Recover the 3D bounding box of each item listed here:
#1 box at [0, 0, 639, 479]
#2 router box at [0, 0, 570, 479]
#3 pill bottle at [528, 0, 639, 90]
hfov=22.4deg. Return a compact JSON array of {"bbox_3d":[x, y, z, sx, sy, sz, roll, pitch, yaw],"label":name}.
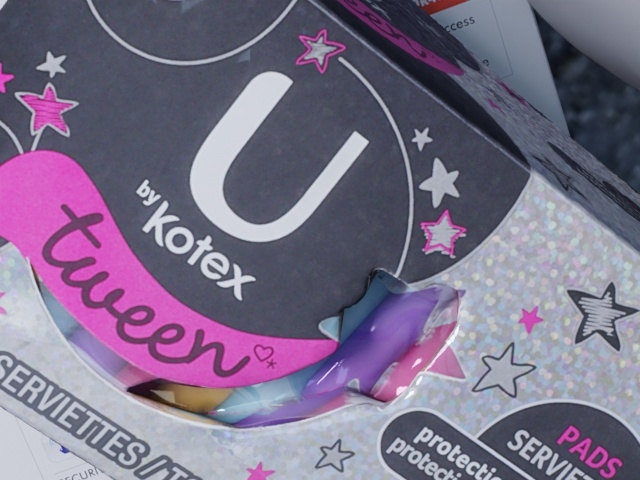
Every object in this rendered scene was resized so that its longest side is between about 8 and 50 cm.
[{"bbox_3d":[0.000,0.000,0.486,0.247,0.163,0.142,35,103,-16],"label":"box"},{"bbox_3d":[-0.058,0.035,0.623,0.335,0.082,0.301,-19,109,0],"label":"router box"},{"bbox_3d":[0.195,-0.199,0.535,0.181,0.181,0.323,32,83,-2],"label":"pill bottle"}]
